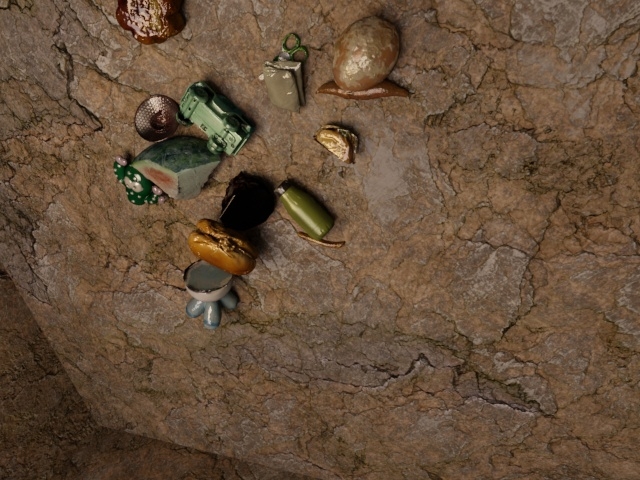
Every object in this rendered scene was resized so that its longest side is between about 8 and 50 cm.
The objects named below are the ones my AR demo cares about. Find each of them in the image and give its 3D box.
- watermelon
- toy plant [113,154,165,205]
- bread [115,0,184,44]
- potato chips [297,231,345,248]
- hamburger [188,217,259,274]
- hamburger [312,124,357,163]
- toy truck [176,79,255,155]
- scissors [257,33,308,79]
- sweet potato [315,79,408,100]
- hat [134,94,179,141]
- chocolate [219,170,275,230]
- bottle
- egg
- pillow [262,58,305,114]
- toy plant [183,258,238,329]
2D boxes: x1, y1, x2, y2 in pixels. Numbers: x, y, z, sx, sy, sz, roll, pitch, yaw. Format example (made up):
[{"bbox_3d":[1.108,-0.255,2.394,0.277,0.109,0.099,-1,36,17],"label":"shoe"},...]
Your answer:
[{"bbox_3d":[-0.567,-0.275,1.975,0.387,0.228,0.258,8,133,26],"label":"watermelon"},{"bbox_3d":[-0.792,-0.258,2.134,0.232,0.112,0.243,9,130,21],"label":"toy plant"},{"bbox_3d":[-0.578,-0.794,1.673,0.232,0.135,0.247,30,127,-13],"label":"bread"},{"bbox_3d":[0.000,0.000,1.997,0.204,0.026,0.037,14,122,17],"label":"potato chips"},{"bbox_3d":[-0.398,0.032,2.026,0.290,0.170,0.314,21,169,14],"label":"hamburger"},{"bbox_3d":[0.071,-0.352,1.704,0.176,0.087,0.102,38,117,7],"label":"hamburger"},{"bbox_3d":[-0.385,-0.445,1.798,0.279,0.156,0.155,43,128,-6],"label":"toy truck"},{"bbox_3d":[-0.136,-0.607,1.661,0.204,0.027,0.101,-27,104,33],"label":"scissors"},{"bbox_3d":[0.126,-0.487,1.594,0.314,0.072,0.066,4,137,20],"label":"sweet potato"},{"bbox_3d":[-0.634,-0.472,1.948,0.193,0.082,0.193,-1,83,10],"label":"hat"},{"bbox_3d":[-0.307,-0.181,1.972,0.224,0.206,0.177,-50,49,28],"label":"chocolate"},{"bbox_3d":[-0.067,-0.121,1.893,0.260,0.112,0.112,45,128,-7],"label":"bottle"},{"bbox_3d":[0.133,-0.556,1.472,0.195,0.195,0.233,36,116,-1],"label":"egg"},{"bbox_3d":[-0.123,-0.524,1.668,0.134,0.078,0.181,15,147,18],"label":"pillow"},{"bbox_3d":[-0.509,0.274,2.288,0.247,0.247,0.332,15,130,15],"label":"toy plant"}]
